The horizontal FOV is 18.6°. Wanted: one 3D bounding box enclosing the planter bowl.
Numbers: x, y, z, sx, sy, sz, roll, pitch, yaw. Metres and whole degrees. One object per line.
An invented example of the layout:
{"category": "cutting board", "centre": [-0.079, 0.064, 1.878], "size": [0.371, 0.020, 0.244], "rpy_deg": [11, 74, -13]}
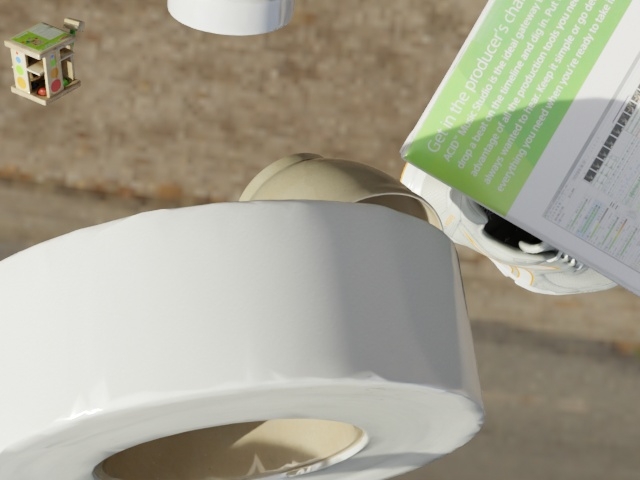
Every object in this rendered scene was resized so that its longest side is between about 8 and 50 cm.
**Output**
{"category": "planter bowl", "centre": [0.000, 0.000, 1.509], "size": [0.162, 0.162, 0.109], "rpy_deg": [21, -159, -46]}

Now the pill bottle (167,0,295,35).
{"category": "pill bottle", "centre": [-0.053, -0.260, 1.340], "size": [0.124, 0.222, 0.124], "rpy_deg": [3, -152, -2]}

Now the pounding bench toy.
{"category": "pounding bench toy", "centre": [-0.270, -0.182, 1.986], "size": [0.052, 0.065, 0.083], "rpy_deg": [23, -139, 33]}

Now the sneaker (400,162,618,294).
{"category": "sneaker", "centre": [0.197, -0.003, 1.750], "size": [0.262, 0.099, 0.121], "rpy_deg": [19, -177, -32]}

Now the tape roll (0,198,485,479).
{"category": "tape roll", "centre": [-0.056, 0.074, 1.073], "size": [0.286, 0.100, 0.286], "rpy_deg": [-8, 161, -3]}

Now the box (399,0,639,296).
{"category": "box", "centre": [0.240, -0.069, 1.121], "size": [0.322, 0.232, 0.058], "rpy_deg": [31, -173, 2]}
